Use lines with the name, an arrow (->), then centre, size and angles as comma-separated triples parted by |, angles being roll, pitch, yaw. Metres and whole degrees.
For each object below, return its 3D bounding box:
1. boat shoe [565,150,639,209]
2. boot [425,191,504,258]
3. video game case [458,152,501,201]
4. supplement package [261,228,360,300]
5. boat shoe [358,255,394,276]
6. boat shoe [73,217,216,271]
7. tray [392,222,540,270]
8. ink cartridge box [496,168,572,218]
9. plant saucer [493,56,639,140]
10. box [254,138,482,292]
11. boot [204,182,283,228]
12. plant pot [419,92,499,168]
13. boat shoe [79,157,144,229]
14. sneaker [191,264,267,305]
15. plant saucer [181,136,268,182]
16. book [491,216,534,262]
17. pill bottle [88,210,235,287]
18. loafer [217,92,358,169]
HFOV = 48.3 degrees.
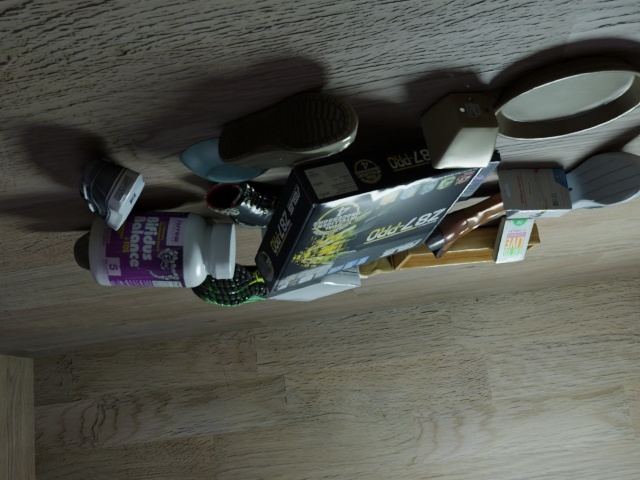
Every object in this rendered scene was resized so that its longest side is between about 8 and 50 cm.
boat shoe -> 0.663, -0.139, 1.669 | 0.119, 0.121, 0.335 | -10, 178, -18
boot -> 0.399, -0.064, 1.862 | 0.280, 0.096, 0.264 | -29, 163, 9
video game case -> 0.278, -0.134, 1.641 | 0.196, 0.026, 0.274 | -5, 165, -6
supplement package -> -0.027, 0.032, 1.785 | 0.194, 0.203, 0.149 | -19, 161, 41
boat shoe -> 0.124, 0.077, 2.240 | 0.096, 0.098, 0.277 | -20, 162, 40
boat shoe -> -0.412, 0.030, 1.745 | 0.355, 0.132, 0.130 | -3, 165, -9
tray -> 0.443, 0.019, 2.220 | 0.410, 0.076, 0.203 | -6, 165, -8
ink cartridge box -> 0.487, -0.110, 1.671 | 0.181, 0.104, 0.061 | -2, 164, -17
plant saucer -> 0.431, -0.246, 1.249 | 0.277, 0.041, 0.278 | -6, 166, -1
box -> 0.090, -0.057, 1.396 | 0.394, 0.097, 0.318 | -16, 157, -29
boot -> -0.115, -0.077, 1.538 | 0.236, 0.085, 0.178 | -4, 169, 19
plant pot -> 0.249, -0.197, 1.239 | 0.109, 0.109, 0.096 | -2, 153, -16
boat shoe -> -0.403, -0.093, 1.351 | 0.102, 0.108, 0.301 | 30, 170, -10
sneaker -> -0.269, 0.156, 2.294 | 0.343, 0.134, 0.146 | 6, 162, -43
plant saucer -> -0.167, -0.145, 1.366 | 0.194, 0.038, 0.195 | -7, 166, -2
book -> 0.565, -0.006, 2.097 | 0.096, 0.035, 0.144 | -4, 122, -14
pill bottle -> -0.344, 0.019, 1.589 | 0.301, 0.169, 0.169 | 1, 165, -2
loafer -> -0.047, -0.177, 1.195 | 0.268, 0.102, 0.092 | -5, 170, 32
